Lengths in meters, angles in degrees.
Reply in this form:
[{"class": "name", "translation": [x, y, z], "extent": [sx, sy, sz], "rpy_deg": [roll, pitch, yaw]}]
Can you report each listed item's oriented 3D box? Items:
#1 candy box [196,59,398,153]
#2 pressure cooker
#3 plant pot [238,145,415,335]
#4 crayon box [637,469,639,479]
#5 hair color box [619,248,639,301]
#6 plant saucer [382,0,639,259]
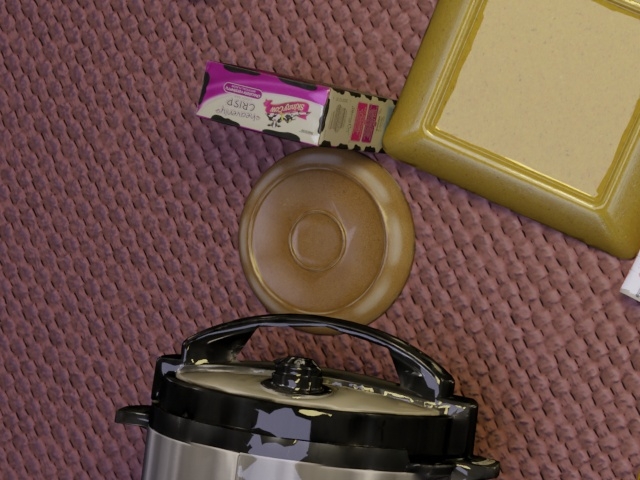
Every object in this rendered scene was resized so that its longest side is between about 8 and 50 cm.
[{"class": "candy box", "translation": [-0.021, -0.153, 1.995], "extent": [0.159, 0.233, 0.071], "rpy_deg": [15, 97, 22]}, {"class": "pressure cooker", "translation": [-0.019, 0.294, 1.922], "extent": [0.375, 0.370, 0.420], "rpy_deg": [8, 92, 58]}, {"class": "plant pot", "translation": [0.000, 0.000, 2.099], "extent": [0.236, 0.032, 0.236], "rpy_deg": [0, 91, 23]}, {"class": "crayon box", "translation": [0.394, 0.381, 1.851], "extent": [0.083, 0.203, 0.322], "rpy_deg": [12, 98, -16]}, {"class": "hair color box", "translation": [0.402, 0.010, 1.927], "extent": [0.072, 0.043, 0.141], "rpy_deg": [29, 101, 19]}, {"class": "plant saucer", "translation": [0.263, -0.183, 1.926], "extent": [0.333, 0.081, 0.332], "rpy_deg": [25, 104, 12]}]
